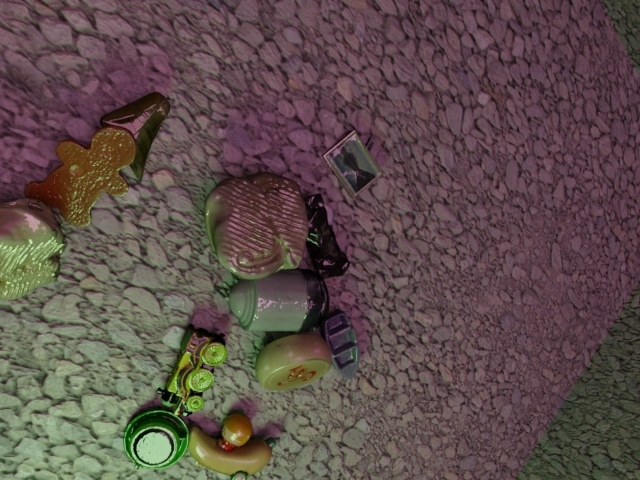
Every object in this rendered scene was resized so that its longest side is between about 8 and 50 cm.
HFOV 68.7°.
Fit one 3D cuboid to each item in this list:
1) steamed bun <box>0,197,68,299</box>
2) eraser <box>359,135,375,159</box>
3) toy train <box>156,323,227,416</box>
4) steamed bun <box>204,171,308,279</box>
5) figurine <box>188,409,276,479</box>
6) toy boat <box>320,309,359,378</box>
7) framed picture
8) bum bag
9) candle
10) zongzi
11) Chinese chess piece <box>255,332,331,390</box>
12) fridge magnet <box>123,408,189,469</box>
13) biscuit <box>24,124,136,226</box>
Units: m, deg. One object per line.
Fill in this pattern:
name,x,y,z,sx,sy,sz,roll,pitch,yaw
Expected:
steamed bun,-0.805,0.004,1.172,0.280,0.207,0.268,-29,154,-38
eraser,0.170,-0.330,1.697,0.027,0.019,0.099,30,88,-28
toy train,-0.417,0.426,1.530,0.160,0.100,0.296,24,91,-22
steamed bun,-0.201,-0.037,1.447,0.309,0.219,0.324,-10,80,-27
figurine,-0.310,0.712,1.636,0.324,0.124,0.222,34,85,-25
toy boat,0.078,0.400,1.784,0.127,0.078,0.283,-23,111,-21
framed picture,0.118,-0.270,1.674,0.150,0.015,0.203,-39,116,-3
bum bag,0.000,0.000,1.646,0.144,0.095,0.341,-37,121,-22
candle,-0.158,0.196,1.537,0.342,0.221,0.221,3,100,-28
zongzi,-0.482,-0.299,1.335,0.205,0.094,0.204,-33,118,-17
Chinese chess piece,-0.093,0.422,1.615,0.273,0.102,0.273,-13,145,-9
fridge magnet,-0.531,0.648,1.517,0.208,0.088,0.208,-1,97,-8
biscuit,-0.625,-0.184,1.273,0.205,0.049,0.324,37,105,-29
